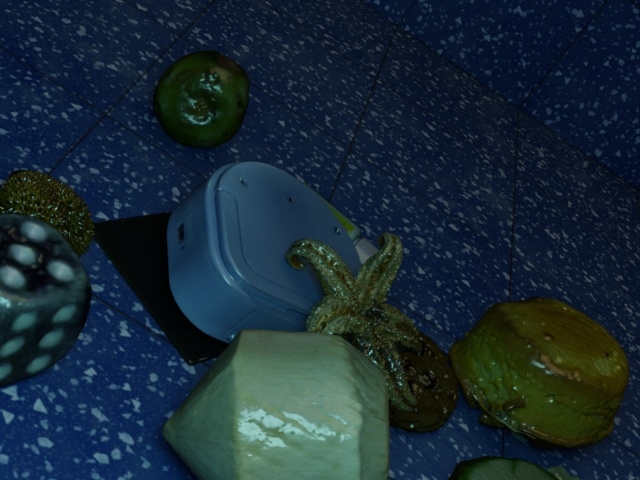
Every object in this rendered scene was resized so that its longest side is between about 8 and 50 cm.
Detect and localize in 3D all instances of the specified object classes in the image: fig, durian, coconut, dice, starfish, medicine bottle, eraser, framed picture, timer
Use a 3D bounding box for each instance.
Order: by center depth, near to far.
[{"bbox_3d":[-0.440,0.081,1.406,0.181,0.182,0.183,-8,50,-49],"label":"dice"},{"bbox_3d":[-0.062,0.270,1.439,0.329,0.329,0.329,26,32,-18],"label":"coconut"},{"bbox_3d":[-0.445,-0.038,1.622,0.168,0.137,0.158,51,11,8],"label":"durian"},{"bbox_3d":[0.078,0.121,1.678,0.303,0.113,0.312,29,48,-31],"label":"starfish"},{"bbox_3d":[-0.099,0.031,1.800,0.395,0.173,0.395,34,35,-27],"label":"timer"},{"bbox_3d":[-0.236,0.072,1.801,0.244,0.013,0.324,-11,55,-52],"label":"framed picture"},{"bbox_3d":[0.000,0.000,2.017,0.225,0.139,0.139,40,30,5],"label":"medicine bottle"},{"bbox_3d":[0.405,0.370,2.045,0.038,0.019,0.083,34,30,-1],"label":"eraser"},{"bbox_3d":[-0.245,-0.307,2.168,0.206,0.206,0.275,30,12,-11],"label":"fig"}]

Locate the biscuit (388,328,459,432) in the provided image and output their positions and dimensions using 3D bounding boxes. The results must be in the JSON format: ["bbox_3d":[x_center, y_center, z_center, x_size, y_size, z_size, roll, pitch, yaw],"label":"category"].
[{"bbox_3d":[0.144,0.233,1.911,0.296,0.075,0.296,27,31,-18],"label":"biscuit"}]

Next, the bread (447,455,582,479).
[{"bbox_3d":[0.361,0.504,1.708,0.366,0.129,0.382,40,30,5],"label":"bread"}]

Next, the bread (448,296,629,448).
[{"bbox_3d":[0.442,0.253,2.039,0.358,0.204,0.337,-6,35,-44],"label":"bread"}]
